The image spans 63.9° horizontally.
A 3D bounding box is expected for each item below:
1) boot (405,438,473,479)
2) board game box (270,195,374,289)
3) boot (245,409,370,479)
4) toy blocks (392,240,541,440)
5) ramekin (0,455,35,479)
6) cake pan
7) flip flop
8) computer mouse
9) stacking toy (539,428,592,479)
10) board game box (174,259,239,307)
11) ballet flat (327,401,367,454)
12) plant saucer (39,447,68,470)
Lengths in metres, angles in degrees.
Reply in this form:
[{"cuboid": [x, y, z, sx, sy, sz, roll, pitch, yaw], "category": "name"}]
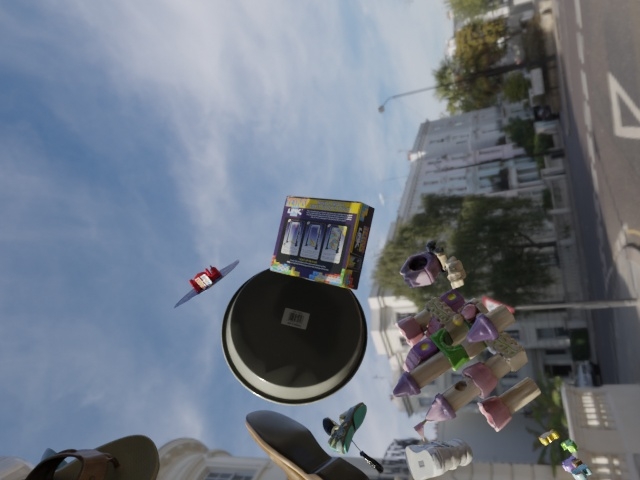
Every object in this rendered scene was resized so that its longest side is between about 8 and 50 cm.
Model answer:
[{"cuboid": [0.320, 0.592, 1.391, 0.258, 0.123, 0.095, 113, 147, -68], "category": "boot"}, {"cuboid": [0.000, 0.000, 0.882, 0.048, 0.170, 0.141, 19, -97, -49], "category": "board game box"}, {"cuboid": [-0.045, 0.433, 0.972, 0.112, 0.305, 0.115, -4, -69, -46], "category": "boot"}, {"cuboid": [0.243, 0.231, 1.077, 0.309, 0.260, 0.288, 61, 175, -32], "category": "toy blocks"}, {"cuboid": [-0.597, 0.535, 0.963, 0.127, 0.272, 0.273, -29, -71, -59], "category": "ramekin"}, {"cuboid": [-0.049, 0.167, 1.003, 0.054, 0.292, 0.293, 98, 178, -60], "category": "cake pan"}, {"cuboid": [-0.323, 0.305, 0.626, 0.277, 0.112, 0.080, -1, -55, -44], "category": "flip flop"}, {"cuboid": [0.091, 0.625, 1.560, 0.041, 0.242, 0.071, -51, -37, -8], "category": "computer mouse"}, {"cuboid": [0.666, 0.597, 1.344, 0.167, 0.052, 0.221, 58, -179, 14], "category": "stacking toy"}, {"cuboid": [-0.249, 0.078, 1.091, 0.033, 0.168, 0.133, 55, -147, -11], "category": "board game box"}, {"cuboid": [0.070, 0.507, 1.411, 0.188, 0.070, 0.070, -37, -64, -60], "category": "ballet flat"}, {"cuboid": [-0.496, 0.576, 1.074, 0.043, 0.317, 0.318, -36, -63, -41], "category": "plant saucer"}]
